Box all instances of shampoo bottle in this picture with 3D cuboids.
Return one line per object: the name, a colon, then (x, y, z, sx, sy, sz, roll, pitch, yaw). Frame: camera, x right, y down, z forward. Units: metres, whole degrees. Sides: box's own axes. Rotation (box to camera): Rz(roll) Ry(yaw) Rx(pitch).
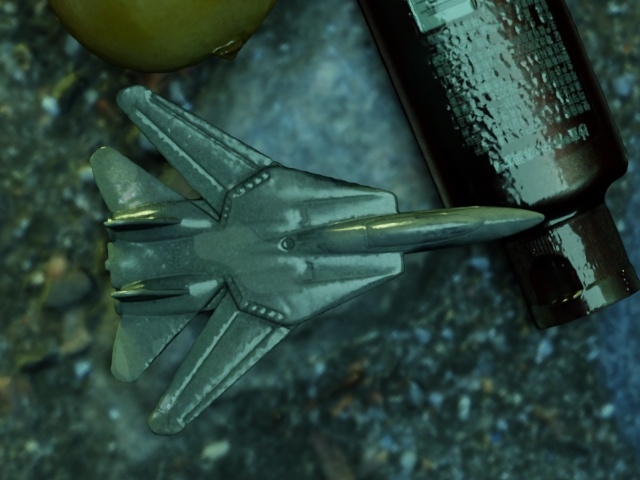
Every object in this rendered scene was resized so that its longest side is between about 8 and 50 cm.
shampoo bottle: (0.109, -0.105, 1.240, 0.129, 0.084, 0.323, -24, 91, -11)

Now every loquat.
loquat: (-0.095, -0.175, 1.170, 0.163, 0.137, 0.163, 0, 89, 2)

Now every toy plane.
toy plane: (-0.001, 0.001, 1.191, 0.267, 0.088, 0.212, -6, 86, -6)
